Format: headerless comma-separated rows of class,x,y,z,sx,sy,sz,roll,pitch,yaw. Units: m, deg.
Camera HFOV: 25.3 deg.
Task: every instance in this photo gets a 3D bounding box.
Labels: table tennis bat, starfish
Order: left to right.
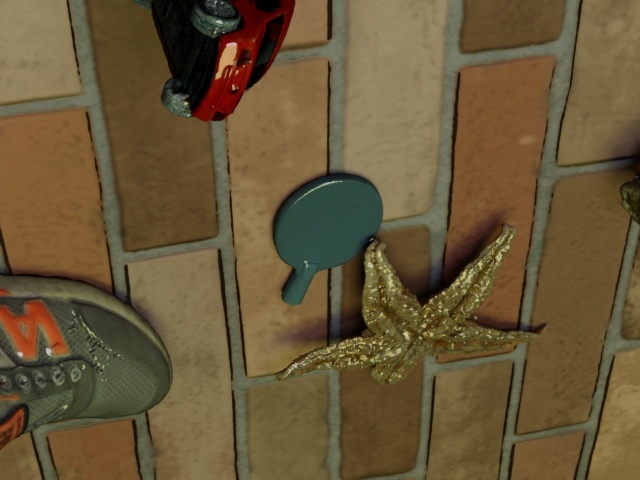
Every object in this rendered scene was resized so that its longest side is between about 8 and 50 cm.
table tennis bat,0.000,0.000,1.296,0.100,0.019,0.155,4,131,-26
starfish,0.109,0.073,1.375,0.295,0.048,0.231,-2,137,-21

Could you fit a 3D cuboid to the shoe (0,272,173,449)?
shoe,-0.271,0.122,1.222,0.337,0.171,0.132,17,126,-29

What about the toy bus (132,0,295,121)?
toy bus,-0.071,-0.162,0.987,0.089,0.195,0.081,5,131,-26

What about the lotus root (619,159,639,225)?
lotus root,0.374,-0.064,1.282,0.210,0.120,0.120,-13,136,-2
